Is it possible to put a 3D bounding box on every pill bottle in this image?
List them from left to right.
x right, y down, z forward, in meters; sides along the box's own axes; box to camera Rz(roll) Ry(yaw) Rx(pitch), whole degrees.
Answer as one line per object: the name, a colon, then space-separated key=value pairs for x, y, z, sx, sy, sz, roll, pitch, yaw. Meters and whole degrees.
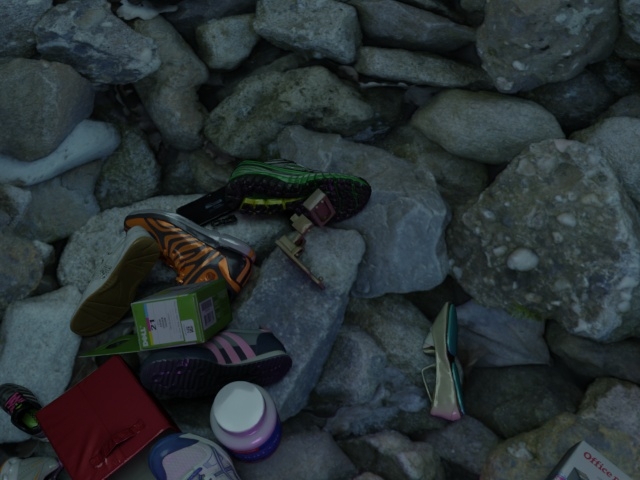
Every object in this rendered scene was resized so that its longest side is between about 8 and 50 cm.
pill bottle: x=-0.141 y=0.341 z=1.197 sx=0.125 sy=0.221 sz=0.124 roll=-1 pitch=62 yaw=2

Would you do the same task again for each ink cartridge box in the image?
ink cartridge box: x=-0.327 y=0.152 z=1.255 sx=0.256 sy=0.189 sz=0.096 roll=-9 pitch=94 yaw=9
ink cartridge box: x=0.476 y=0.502 z=1.163 sx=0.154 sy=0.093 sz=0.212 roll=40 pitch=68 yaw=21

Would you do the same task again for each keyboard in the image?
keyboard: x=-0.251 y=-0.072 z=1.540 sx=0.180 sy=0.023 sz=0.108 roll=-27 pitch=58 yaw=-12

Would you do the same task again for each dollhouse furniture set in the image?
dollhouse furniture set: x=0.000 y=0.000 z=1.402 sx=0.151 sy=0.144 sz=0.123 roll=-46 pitch=69 yaw=-4

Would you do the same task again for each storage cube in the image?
storage cube: x=-0.382 y=0.366 z=1.201 sx=0.184 sy=0.215 sz=0.193 roll=-38 pitch=61 yaw=-16

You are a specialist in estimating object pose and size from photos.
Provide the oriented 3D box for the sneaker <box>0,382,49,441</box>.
sneaker: x=-0.607 y=0.343 z=1.295 sx=0.170 sy=0.074 sz=0.063 roll=34 pitch=68 yaw=19

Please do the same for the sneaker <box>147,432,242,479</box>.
sneaker: x=-0.172 y=0.451 z=1.110 sx=0.296 sy=0.131 sz=0.112 roll=44 pitch=82 yaw=-18

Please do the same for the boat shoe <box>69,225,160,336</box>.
boat shoe: x=-0.454 y=0.087 z=1.391 sx=0.277 sy=0.098 sz=0.096 roll=-50 pitch=43 yaw=8

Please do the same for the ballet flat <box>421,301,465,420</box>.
ballet flat: x=0.249 y=0.248 z=1.321 sx=0.086 sy=0.086 sz=0.248 roll=0 pitch=62 yaw=2

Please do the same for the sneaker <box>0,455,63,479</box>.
sneaker: x=-0.532 y=0.529 z=1.183 sx=0.121 sy=0.099 sz=0.262 roll=-9 pitch=63 yaw=-8

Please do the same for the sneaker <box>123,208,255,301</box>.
sneaker: x=-0.321 y=0.049 z=1.417 sx=0.321 sy=0.124 sz=0.180 roll=17 pitch=62 yaw=11

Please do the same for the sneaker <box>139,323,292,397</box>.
sneaker: x=-0.218 y=0.230 z=1.271 sx=0.319 sy=0.112 sz=0.131 roll=6 pitch=33 yaw=-38

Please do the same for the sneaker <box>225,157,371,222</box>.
sneaker: x=-0.047 y=-0.141 z=1.509 sx=0.344 sy=0.134 sz=0.146 roll=7 pitch=42 yaw=-5
